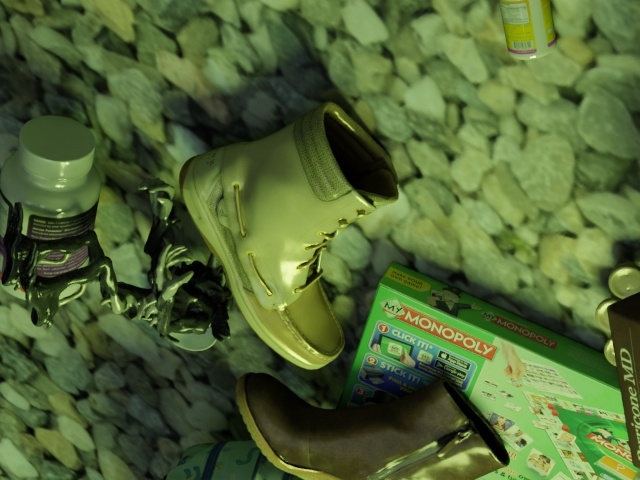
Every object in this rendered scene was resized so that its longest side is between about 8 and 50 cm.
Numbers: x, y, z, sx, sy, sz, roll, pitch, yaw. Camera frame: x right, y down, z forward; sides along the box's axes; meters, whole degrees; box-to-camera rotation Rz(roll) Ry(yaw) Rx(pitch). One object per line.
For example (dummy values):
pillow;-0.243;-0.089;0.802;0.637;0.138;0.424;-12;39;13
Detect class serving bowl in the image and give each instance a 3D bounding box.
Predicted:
serving bowl;-0.147;0.084;1.563;0.083;0.027;0.083;12;127;17

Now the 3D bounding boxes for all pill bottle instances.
pill bottle;-0.296;-0.036;1.497;0.108;0.108;0.194;25;130;8
pill bottle;0.177;-0.202;1.195;0.043;0.043;0.083;0;122;25

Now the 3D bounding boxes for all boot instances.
boot;0.000;0.000;1.391;0.203;0.095;0.262;-21;106;34
boot;0.053;0.193;1.467;0.207;0.090;0.248;-38;100;27

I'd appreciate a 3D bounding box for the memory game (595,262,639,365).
memory game;0.354;0.079;1.310;0.186;0.012;0.186;8;117;16

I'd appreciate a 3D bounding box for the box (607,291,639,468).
box;0.378;0.125;1.166;0.203;0.167;0.169;25;132;61

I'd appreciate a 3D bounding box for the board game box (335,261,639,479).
board game box;0.186;0.173;1.454;0.317;0.046;0.214;24;129;9

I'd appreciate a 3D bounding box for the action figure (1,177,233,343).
action figure;-0.177;0.027;1.427;0.275;0.164;0.141;6;120;-29

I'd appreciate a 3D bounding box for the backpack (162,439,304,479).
backpack;-0.076;0.397;1.610;0.273;0.290;0.356;-17;108;24
